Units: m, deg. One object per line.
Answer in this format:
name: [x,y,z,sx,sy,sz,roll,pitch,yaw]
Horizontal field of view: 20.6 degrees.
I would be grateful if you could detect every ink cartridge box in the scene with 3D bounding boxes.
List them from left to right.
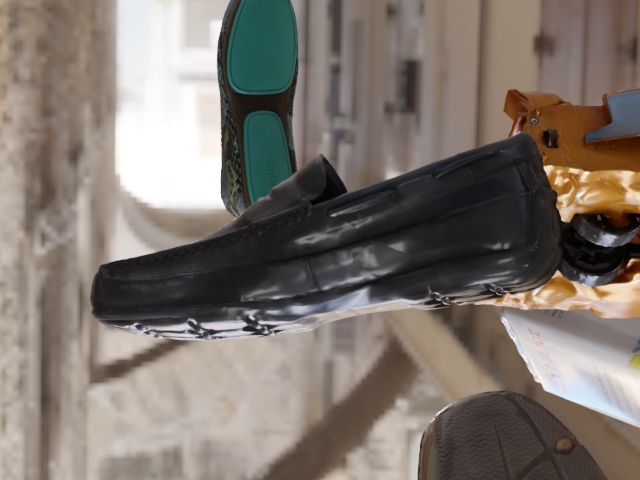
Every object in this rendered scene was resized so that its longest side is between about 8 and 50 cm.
ink cartridge box: [0.251,0.077,1.247,0.212,0.093,0.154,18,161,27]

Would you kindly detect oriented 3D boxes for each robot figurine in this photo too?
robot figurine: [0.241,-0.025,1.042,0.291,0.085,0.211,-1,145,-12]

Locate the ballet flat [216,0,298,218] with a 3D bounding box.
ballet flat: [-0.053,-0.102,1.315,0.070,0.188,0.070,1,174,0]

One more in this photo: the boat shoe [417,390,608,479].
boat shoe: [0.100,0.237,0.855,0.123,0.324,0.116,-3,161,-29]

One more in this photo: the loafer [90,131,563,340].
loafer: [0.000,0.000,0.820,0.223,0.078,0.076,-10,169,9]
